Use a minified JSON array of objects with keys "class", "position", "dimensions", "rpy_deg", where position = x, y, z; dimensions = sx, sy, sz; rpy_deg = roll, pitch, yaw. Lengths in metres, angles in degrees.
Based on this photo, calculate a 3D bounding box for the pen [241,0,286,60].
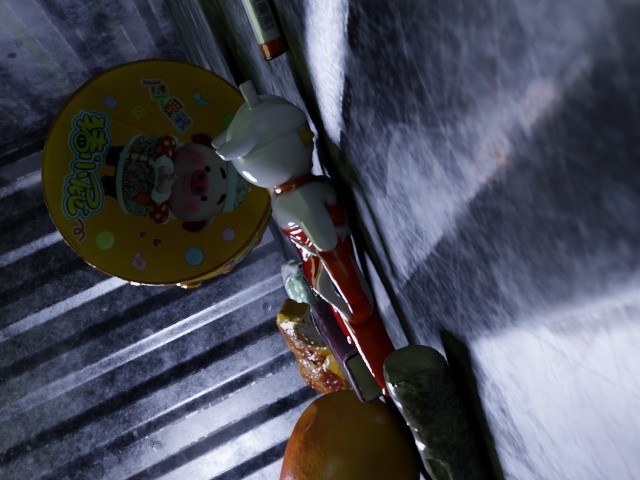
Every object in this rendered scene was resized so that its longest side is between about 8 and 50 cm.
[{"class":"pen","position":[-0.080,-0.272,0.462],"dimensions":[0.218,0.026,0.026],"rpy_deg":[68,172,-27]}]

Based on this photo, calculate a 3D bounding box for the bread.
[{"class":"bread","position":[-0.003,0.321,1.492],"dimensions":[0.185,0.109,0.381],"rpy_deg":[16,143,31]}]

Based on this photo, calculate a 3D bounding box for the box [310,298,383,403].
[{"class":"box","position":[0.052,0.202,1.003],"dimensions":[0.120,0.068,0.224],"rpy_deg":[68,171,-24]}]

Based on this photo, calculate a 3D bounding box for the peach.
[{"class":"peach","position":[0.045,0.470,1.035],"dimensions":[0.289,0.307,0.289],"rpy_deg":[44,153,30]}]

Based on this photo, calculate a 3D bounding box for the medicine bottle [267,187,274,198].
[{"class":"medicine bottle","position":[-0.020,-0.034,0.765],"dimensions":[0.221,0.061,0.092],"rpy_deg":[65,-162,-7]}]

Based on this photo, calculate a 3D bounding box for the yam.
[{"class":"yam","position":[0.127,0.214,0.501],"dimensions":[0.274,0.061,0.061],"rpy_deg":[67,173,-25]}]

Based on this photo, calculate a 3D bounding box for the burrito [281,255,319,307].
[{"class":"burrito","position":[-0.050,0.163,1.574],"dimensions":[0.229,0.089,0.144],"rpy_deg":[62,169,1]}]

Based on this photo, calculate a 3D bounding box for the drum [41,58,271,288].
[{"class":"drum","position":[-0.292,-0.120,1.009],"dimensions":[0.432,0.430,0.214],"rpy_deg":[65,174,-1]}]

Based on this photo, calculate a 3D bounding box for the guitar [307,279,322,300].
[{"class":"guitar","position":[0.031,0.174,1.165],"dimensions":[0.084,0.038,0.271],"rpy_deg":[54,170,53]}]

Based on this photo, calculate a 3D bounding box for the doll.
[{"class":"doll","position":[0.000,0.000,0.595],"dimensions":[0.384,0.099,0.188],"rpy_deg":[61,175,-27]}]
